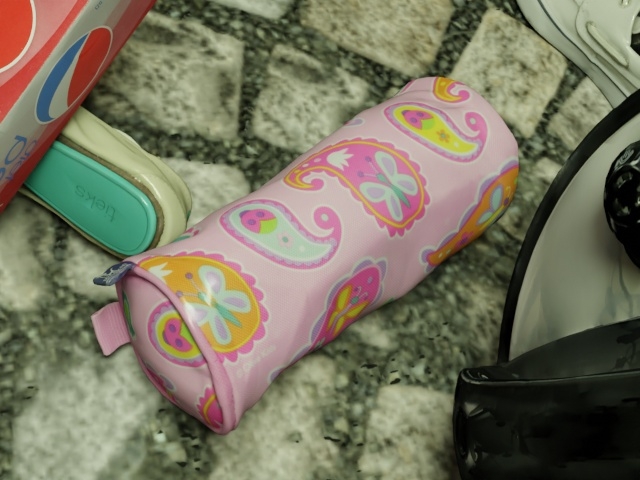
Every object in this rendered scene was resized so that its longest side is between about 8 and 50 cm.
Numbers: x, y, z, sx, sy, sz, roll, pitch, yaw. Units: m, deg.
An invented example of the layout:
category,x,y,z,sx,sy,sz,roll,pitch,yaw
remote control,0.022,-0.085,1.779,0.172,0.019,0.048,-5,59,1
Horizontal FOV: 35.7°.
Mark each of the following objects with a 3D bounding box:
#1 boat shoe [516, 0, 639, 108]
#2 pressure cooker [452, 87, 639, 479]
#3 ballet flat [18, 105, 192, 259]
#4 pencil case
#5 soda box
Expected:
category,x,y,z,sx,sy,sz,roll,pitch,yaw
boat shoe,0.259,-0.173,0.828,0.096,0.088,0.268,-19,68,-26
pressure cooker,0.286,0.087,0.499,0.420,0.370,0.376,4,35,-28
ballet flat,-0.186,-0.073,0.642,0.248,0.086,0.086,36,56,3
pencil case,0.000,0.000,0.626,0.284,0.124,0.124,-35,75,-30
soda box,-0.193,-0.079,0.546,0.083,0.092,0.263,36,93,2
